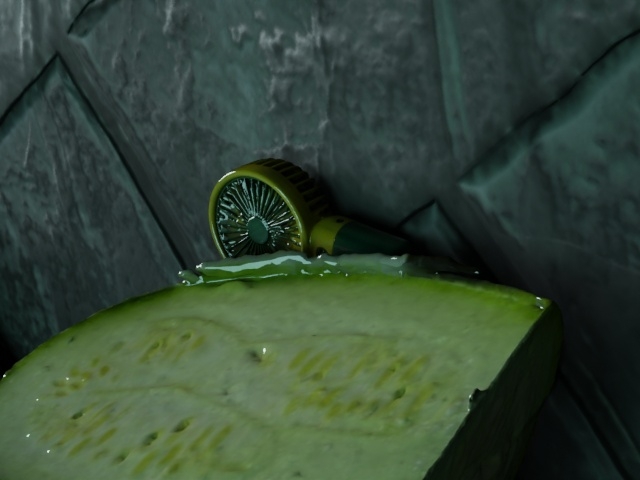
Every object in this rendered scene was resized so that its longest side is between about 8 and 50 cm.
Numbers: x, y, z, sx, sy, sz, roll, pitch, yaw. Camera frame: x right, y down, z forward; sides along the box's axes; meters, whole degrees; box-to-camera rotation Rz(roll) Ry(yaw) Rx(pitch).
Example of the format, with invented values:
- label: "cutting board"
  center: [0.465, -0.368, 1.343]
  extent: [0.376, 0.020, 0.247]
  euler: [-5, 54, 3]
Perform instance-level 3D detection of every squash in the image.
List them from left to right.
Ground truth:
- label: "squash"
  center: [-0.056, 0.092, 1.014]
  extent: [0.309, 0.233, 0.210]
  euler: [26, 141, 20]

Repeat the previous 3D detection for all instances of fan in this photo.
- label: "fan"
  center: [0.000, 0.000, 1.107]
  extent: [0.155, 0.039, 0.082]
  euler: [22, 123, 34]

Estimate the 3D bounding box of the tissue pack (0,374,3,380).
- label: "tissue pack"
  center: [-0.403, 0.177, 1.497]
  extent: [0.405, 0.205, 0.332]
  euler: [58, 143, 11]
